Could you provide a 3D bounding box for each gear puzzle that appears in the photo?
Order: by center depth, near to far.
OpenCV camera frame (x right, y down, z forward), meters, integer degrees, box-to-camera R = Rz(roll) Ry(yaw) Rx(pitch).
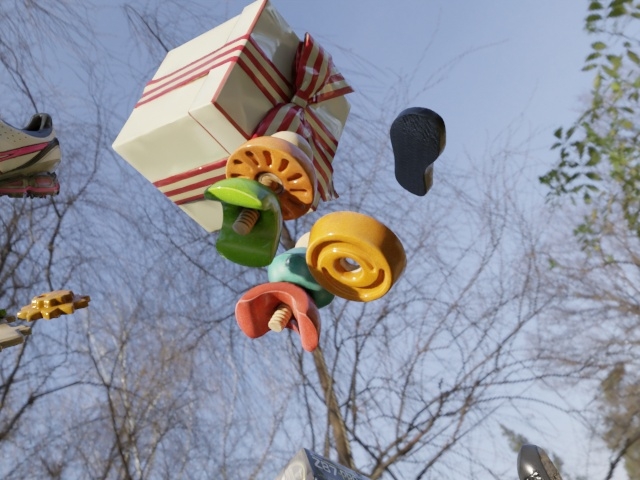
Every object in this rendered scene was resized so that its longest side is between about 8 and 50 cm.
[{"bbox_3d":[-0.427,0.100,0.725,0.339,0.175,0.044,-13,-77,-36],"label":"gear puzzle"}]

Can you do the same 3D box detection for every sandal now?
[{"bbox_3d":[0.171,-0.162,1.121,0.054,0.097,0.254,-51,-13,-15],"label":"sandal"}]

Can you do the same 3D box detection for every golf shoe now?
[{"bbox_3d":[-0.306,-0.076,0.544,0.186,0.068,0.085,-14,-69,-63],"label":"golf shoe"}]

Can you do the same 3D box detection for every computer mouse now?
[{"bbox_3d":[0.306,0.365,0.782,0.041,0.242,0.071,-35,-31,19],"label":"computer mouse"}]

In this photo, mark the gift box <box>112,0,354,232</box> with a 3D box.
[{"bbox_3d":[-0.098,-0.173,0.972,0.258,0.255,0.276,-12,-39,39],"label":"gift box"}]

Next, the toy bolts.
[{"bbox_3d":[0.000,0.000,0.717,0.158,0.218,0.228,-61,-21,-44],"label":"toy bolts"}]

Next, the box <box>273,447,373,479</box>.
[{"bbox_3d":[0.128,0.528,1.016,0.395,0.318,0.097,34,-77,-28],"label":"box"}]
